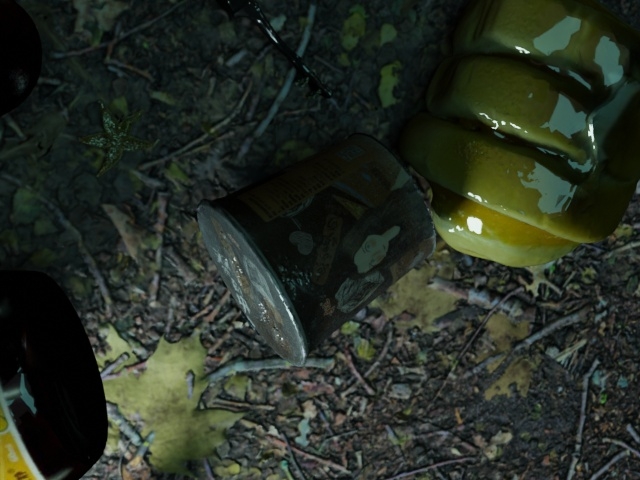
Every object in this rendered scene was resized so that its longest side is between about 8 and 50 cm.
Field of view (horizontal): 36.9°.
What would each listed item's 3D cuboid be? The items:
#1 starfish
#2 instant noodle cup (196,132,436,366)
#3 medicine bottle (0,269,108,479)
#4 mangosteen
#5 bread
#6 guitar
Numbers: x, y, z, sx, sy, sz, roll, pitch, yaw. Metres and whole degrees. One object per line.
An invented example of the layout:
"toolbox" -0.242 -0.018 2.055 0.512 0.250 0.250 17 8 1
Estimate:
"starfish" -0.228 -0.112 1.086 0.092 0.016 0.086 7 100 -23
"instant noodle cup" 0.000 0.000 1.091 0.207 0.217 0.217 -33 109 -17
"medicine bottle" -0.435 0.192 0.965 0.395 0.242 0.242 -21 107 -2
"mangosteen" -0.359 -0.194 0.966 0.152 0.152 0.152 -4 101 -18
"bread" 0.267 -0.128 1.153 0.300 0.210 0.341 32 89 -19
"guitar" -0.076 -0.254 1.086 0.038 0.084 0.271 -42 117 -4
